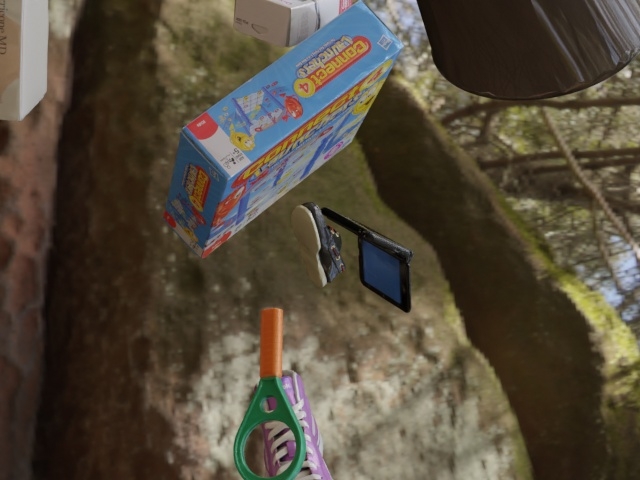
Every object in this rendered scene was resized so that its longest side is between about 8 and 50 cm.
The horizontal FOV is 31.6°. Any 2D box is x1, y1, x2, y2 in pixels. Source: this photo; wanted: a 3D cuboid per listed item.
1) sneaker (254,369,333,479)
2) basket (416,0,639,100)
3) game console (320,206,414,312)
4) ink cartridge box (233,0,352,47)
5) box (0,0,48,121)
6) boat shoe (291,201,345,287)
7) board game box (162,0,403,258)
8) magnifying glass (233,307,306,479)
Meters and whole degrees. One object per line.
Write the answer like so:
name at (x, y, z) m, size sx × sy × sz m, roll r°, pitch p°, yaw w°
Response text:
sneaker at (-0.047, 0.280, 1.553) m, size 0.282 × 0.102 × 0.161 m, roll -113°, pitch -172°, yaw -65°
basket at (0.146, -0.242, 0.915) m, size 0.204 × 0.227 × 0.154 m, roll 7°, pitch -117°, yaw 32°
game console at (0.053, 0.022, 1.342) m, size 0.122 × 0.107 × 0.071 m, roll 30°, pitch -85°, yaw 58°
ink cartridge box at (-0.036, -0.310, 1.514) m, size 0.099 × 0.135 × 0.056 m, roll 25°, pitch -56°, yaw 30°
box at (-0.426, -0.209, 1.082) m, size 0.311 × 0.121 × 0.148 m, roll 4°, pitch -70°, yaw -3°
boat shoe at (-0.001, -0.001, 1.283) m, size 0.049 × 0.042 × 0.133 m, roll 42°, pitch -21°, yaw 35°
board game box at (-0.058, -0.141, 1.519) m, size 0.086 × 0.308 × 0.302 m, roll 48°, pitch -21°, yaw 7°
magnifying glass at (-0.063, 0.198, 1.421) m, size 0.092 × 0.026 × 0.231 m, roll -8°, pitch -112°, yaw 18°
